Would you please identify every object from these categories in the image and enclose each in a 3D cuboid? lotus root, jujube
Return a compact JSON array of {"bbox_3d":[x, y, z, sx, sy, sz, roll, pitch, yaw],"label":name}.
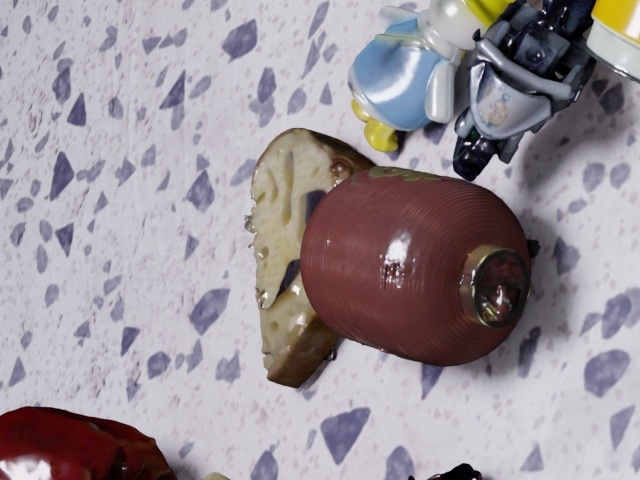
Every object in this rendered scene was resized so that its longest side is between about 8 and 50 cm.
[{"bbox_3d":[0.000,0.000,1.875,0.170,0.074,0.261,-32,50,34],"label":"lotus root"},{"bbox_3d":[-0.292,0.362,1.897,0.276,0.276,0.377,21,90,53],"label":"jujube"}]

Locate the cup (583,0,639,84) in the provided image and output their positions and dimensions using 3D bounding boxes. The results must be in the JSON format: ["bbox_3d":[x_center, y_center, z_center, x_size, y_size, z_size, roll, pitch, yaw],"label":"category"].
[{"bbox_3d":[0.334,-0.256,1.507,0.196,0.196,0.280,45,116,51],"label":"cup"}]

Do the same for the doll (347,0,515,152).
[{"bbox_3d":[0.112,-0.190,1.808,0.241,0.098,0.135,-42,21,28],"label":"doll"}]

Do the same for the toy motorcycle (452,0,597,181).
[{"bbox_3d":[0.198,-0.175,1.642,0.270,0.106,0.159,-58,-5,-5],"label":"toy motorcycle"}]

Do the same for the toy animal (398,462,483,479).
[{"bbox_3d":[0.069,0.297,1.626,0.218,0.116,0.179,-48,-10,-20],"label":"toy animal"}]

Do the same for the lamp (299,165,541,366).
[{"bbox_3d":[0.093,0.021,1.678,0.258,0.180,0.180,14,84,51],"label":"lamp"}]

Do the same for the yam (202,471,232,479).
[{"bbox_3d":[-0.175,0.345,1.798,0.066,0.066,0.300,-1,38,51],"label":"yam"}]
